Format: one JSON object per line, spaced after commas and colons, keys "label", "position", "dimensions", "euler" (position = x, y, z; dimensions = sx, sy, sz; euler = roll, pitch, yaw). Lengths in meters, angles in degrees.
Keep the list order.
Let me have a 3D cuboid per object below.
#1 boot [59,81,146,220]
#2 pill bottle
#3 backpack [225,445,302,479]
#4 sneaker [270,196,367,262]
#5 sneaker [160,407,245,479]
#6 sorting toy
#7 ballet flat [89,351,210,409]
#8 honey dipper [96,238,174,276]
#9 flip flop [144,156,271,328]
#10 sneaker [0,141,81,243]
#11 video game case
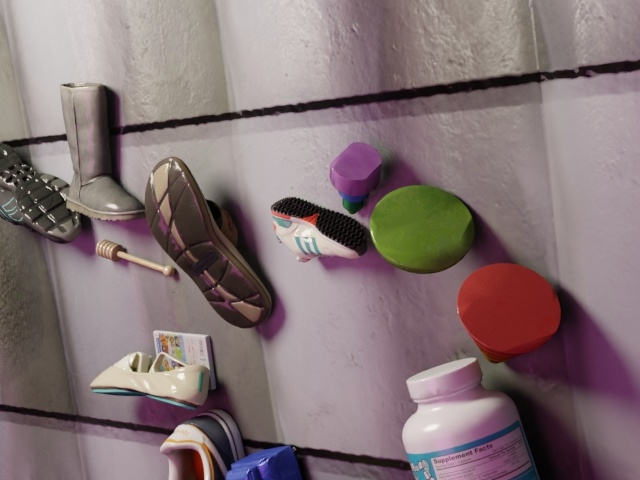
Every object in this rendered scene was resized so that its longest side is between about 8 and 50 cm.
{"label": "boot", "position": [-0.346, -0.142, 1.748], "dimensions": [0.189, 0.076, 0.208], "euler": [14, 103, 35]}
{"label": "pill bottle", "position": [0.188, 0.282, 1.341], "dimensions": [0.146, 0.146, 0.264], "euler": [-20, 87, 42]}
{"label": "backpack", "position": [-0.080, 0.377, 1.624], "dimensions": [0.098, 0.101, 0.120], "euler": [-20, 89, 50]}
{"label": "sneaker", "position": [0.000, 0.000, 1.500], "dimensions": [0.161, 0.057, 0.075], "euler": [25, 133, 32]}
{"label": "sneaker", "position": [-0.157, 0.428, 1.687], "dimensions": [0.126, 0.127, 0.321], "euler": [-24, 86, 40]}
{"label": "sorting toy", "position": [0.138, 0.031, 1.373], "dimensions": [0.365, 0.127, 0.126], "euler": [45, 155, 26]}
{"label": "ballet flat", "position": [-0.270, 0.216, 1.754], "dimensions": [0.248, 0.086, 0.086], "euler": [2, 102, 39]}
{"label": "honey dipper", "position": [-0.296, 0.031, 1.767], "dimensions": [0.160, 0.030, 0.030], "euler": [17, 112, 35]}
{"label": "flip flop", "position": [-0.158, 0.001, 1.619], "dimensions": [0.112, 0.080, 0.277], "euler": [-35, 93, 35]}
{"label": "sneaker", "position": [-0.499, -0.070, 1.890], "dimensions": [0.267, 0.101, 0.106], "euler": [38, 145, 26]}
{"label": "video game case", "position": [-0.216, 0.189, 1.751], "dimensions": [0.122, 0.011, 0.087], "euler": [1, 102, 40]}
